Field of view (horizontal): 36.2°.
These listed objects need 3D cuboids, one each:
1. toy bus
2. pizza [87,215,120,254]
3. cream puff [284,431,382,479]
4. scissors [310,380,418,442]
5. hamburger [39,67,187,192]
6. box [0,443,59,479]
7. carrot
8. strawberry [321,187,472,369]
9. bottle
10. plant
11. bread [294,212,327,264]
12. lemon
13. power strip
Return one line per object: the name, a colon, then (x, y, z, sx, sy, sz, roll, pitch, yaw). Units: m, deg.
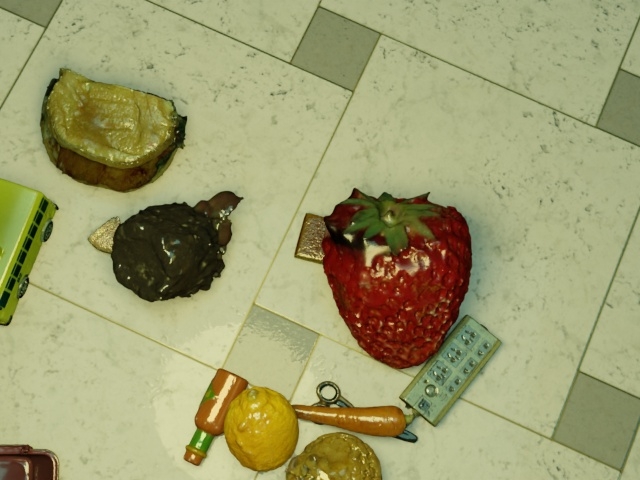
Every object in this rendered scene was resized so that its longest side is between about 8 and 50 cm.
toy bus: (-0.621, 0.020, 1.886, 0.128, 0.150, 0.262, 18, 77, 3)
pizza: (-0.417, -0.010, 1.967, 0.083, 0.025, 0.078, 25, 81, -4)
cream puff: (0.025, 0.447, 1.828, 0.189, 0.129, 0.189, 1, 74, -5)
scissors: (0.086, 0.349, 1.912, 0.220, 0.017, 0.088, 22, 76, 2)
hamburger: (-0.421, -0.206, 1.959, 0.308, 0.132, 0.211, 18, 77, 2)
box: (-0.586, 0.514, 1.761, 0.193, 0.167, 0.294, 0, 76, -1)
carrot: (0.051, 0.341, 1.876, 0.256, 0.061, 0.061, 3, 76, 2)
strawberry: (0.149, 0.058, 1.883, 0.291, 0.310, 0.292, -2, 47, 2)
bottle: (-0.206, 0.339, 1.872, 0.069, 0.069, 0.187, 24, 76, 3)
plant: (-0.279, 0.012, 1.882, 0.178, 0.204, 0.234, 27, 32, 20)
bread: (0.000, 0.000, 1.981, 0.090, 0.035, 0.094, 15, 76, 1)
lemon: (-0.112, 0.347, 1.826, 0.142, 0.187, 0.142, -6, 34, 4)
power strip: (0.246, 0.268, 1.929, 0.092, 0.034, 0.268, 40, 78, 6)
